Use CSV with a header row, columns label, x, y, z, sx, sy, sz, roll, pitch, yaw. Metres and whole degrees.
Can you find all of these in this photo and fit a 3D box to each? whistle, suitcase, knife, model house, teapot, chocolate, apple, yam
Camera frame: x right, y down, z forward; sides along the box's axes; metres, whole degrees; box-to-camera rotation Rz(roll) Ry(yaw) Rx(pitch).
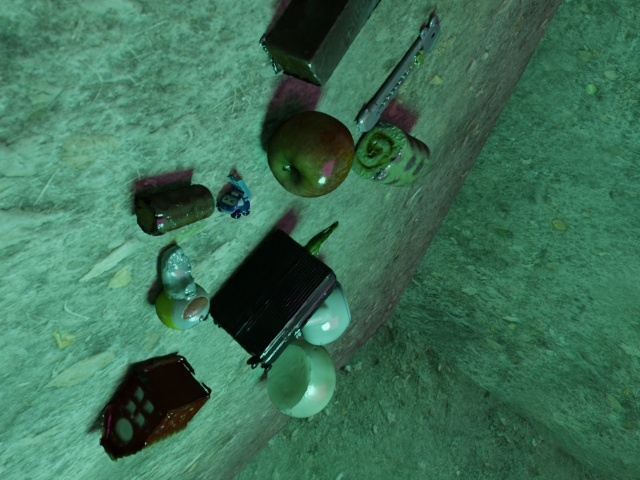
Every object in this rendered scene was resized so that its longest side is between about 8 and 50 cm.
label,x,y,z,sx,sy,sz,roll,pitch,yaw
whistle,-0.306,0.115,1.043,0.122,0.122,0.223,-34,138,-43
suitcase,-0.133,0.163,1.314,0.335,0.229,0.152,-49,160,-9
knife,0.232,-0.471,1.368,0.399,0.038,0.132,-52,157,-2
model house,-0.439,0.453,1.222,0.254,0.160,0.196,-56,161,10
teapot,-0.042,0.258,1.700,0.279,0.253,0.424,-16,179,-4
chocolate,0.032,-0.437,0.874,0.321,0.111,0.112,-54,157,1
apple,-0.018,-0.194,1.050,0.174,0.188,0.188,-50,162,-35
yam,-0.271,-0.060,0.878,0.141,0.079,0.079,-29,149,-50

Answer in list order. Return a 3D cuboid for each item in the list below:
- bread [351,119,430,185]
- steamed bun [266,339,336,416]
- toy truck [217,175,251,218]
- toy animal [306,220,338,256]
label,x,y,z,sx,sy,sz,roll,pitch,yaw
bread,0.243,-0.270,1.550,0.187,0.155,0.338,-55,161,17
steamed bun,-0.071,0.592,2.022,0.206,0.324,0.325,24,103,-42
toy truck,-0.186,-0.099,1.039,0.073,0.056,0.090,-29,136,-57
toy animal,-0.003,0.012,1.639,0.217,0.041,0.075,-43,156,-39
